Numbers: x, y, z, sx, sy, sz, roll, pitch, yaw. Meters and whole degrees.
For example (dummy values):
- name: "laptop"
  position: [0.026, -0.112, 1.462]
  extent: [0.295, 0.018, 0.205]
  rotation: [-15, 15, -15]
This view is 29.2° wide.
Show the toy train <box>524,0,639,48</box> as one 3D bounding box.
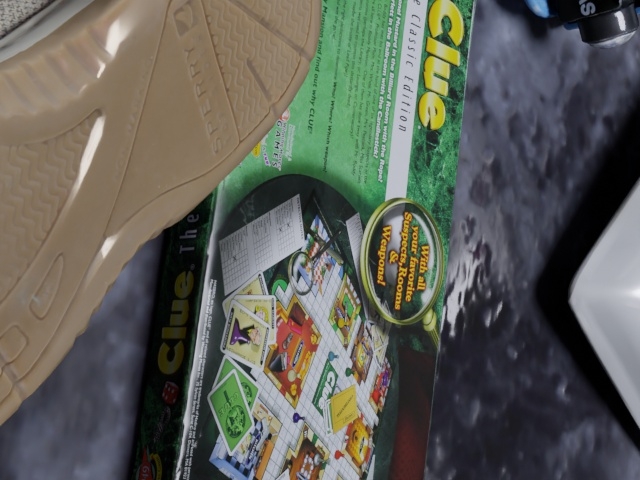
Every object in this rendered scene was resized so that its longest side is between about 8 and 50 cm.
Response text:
- name: "toy train"
  position: [0.129, -0.188, 0.600]
  extent: [0.105, 0.080, 0.184]
  rotation: [-30, 106, -51]

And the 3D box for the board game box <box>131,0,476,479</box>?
- name: "board game box"
  position: [0.000, 0.000, 0.490]
  extent: [0.136, 0.030, 0.259]
  rotation: [17, 75, -40]

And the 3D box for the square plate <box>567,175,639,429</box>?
- name: "square plate"
  position: [0.311, 0.026, 0.736]
  extent: [0.344, 0.049, 0.347]
  rotation: [-51, 124, -24]

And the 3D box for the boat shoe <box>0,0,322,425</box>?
- name: "boat shoe"
  position: [-0.108, -0.021, 0.343]
  extent: [0.285, 0.092, 0.103]
  rotation: [-47, 136, -36]
